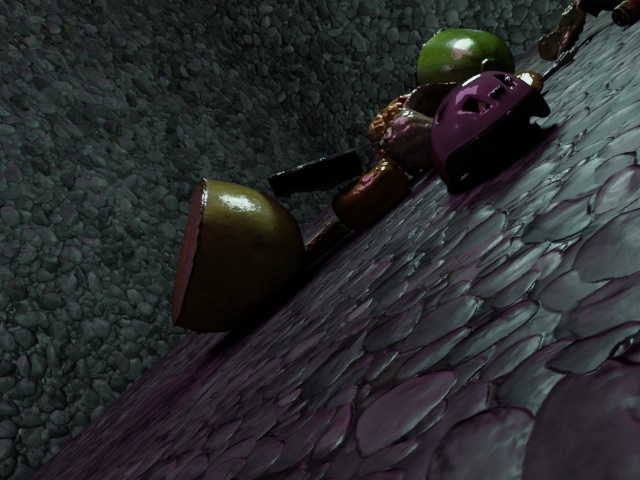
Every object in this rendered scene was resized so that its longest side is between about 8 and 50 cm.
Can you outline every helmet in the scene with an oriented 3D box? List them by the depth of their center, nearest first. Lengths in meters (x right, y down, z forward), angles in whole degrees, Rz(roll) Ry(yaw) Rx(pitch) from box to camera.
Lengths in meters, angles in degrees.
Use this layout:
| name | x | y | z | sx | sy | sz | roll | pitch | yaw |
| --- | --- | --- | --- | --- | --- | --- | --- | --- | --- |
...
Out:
| name | x | y | z | sx | sy | sz | roll | pitch | yaw |
| --- | --- | --- | --- | --- | --- | --- | --- | --- | --- |
| helmet | 0.264 | -0.194 | 1.064 | 0.198 | 0.154 | 0.253 | -41 | 9 | -10 |

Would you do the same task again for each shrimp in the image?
| name | x | y | z | sx | sy | sz | roll | pitch | yaw |
| --- | --- | --- | --- | --- | --- | --- | --- | --- | --- |
| shrimp | 0.407 | -0.304 | 1.444 | 0.248 | 0.068 | 0.150 | -40 | 24 | 3 |

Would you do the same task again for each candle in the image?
| name | x | y | z | sx | sy | sz | roll | pitch | yaw |
| --- | --- | --- | --- | --- | --- | --- | --- | --- | --- |
| candle | 0.706 | -0.527 | 1.386 | 0.130 | 0.052 | 0.052 | -39 | 4 | -9 |

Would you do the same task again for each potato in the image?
| name | x | y | z | sx | sy | sz | roll | pitch | yaw |
| --- | --- | --- | --- | --- | --- | --- | --- | --- | --- |
| potato | -0.197 | 0.056 | 1.615 | 0.442 | 0.319 | 0.386 | -154 | 74 | -76 |

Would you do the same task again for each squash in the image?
| name | x | y | z | sx | sy | sz | roll | pitch | yaw |
| --- | --- | --- | --- | --- | --- | --- | --- | --- | --- |
| squash | 0.502 | -0.540 | 1.986 | 0.310 | 0.310 | 0.309 | -40 | 19 | -11 |

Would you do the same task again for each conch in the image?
| name | x | y | z | sx | sy | sz | roll | pitch | yaw |
| --- | --- | --- | --- | --- | --- | --- | --- | --- | --- |
| conch | 0.297 | -0.277 | 1.599 | 0.291 | 0.159 | 0.210 | -2 | 48 | 13 |

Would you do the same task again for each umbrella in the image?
| name | x | y | z | sx | sy | sz | roll | pitch | yaw |
| --- | --- | --- | --- | --- | --- | --- | --- | --- | --- |
| umbrella | 0.570 | -0.424 | 1.560 | 0.269 | 0.044 | 0.044 | -41 | -23 | 1 |

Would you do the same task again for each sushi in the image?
| name | x | y | z | sx | sy | sz | roll | pitch | yaw |
| --- | --- | --- | --- | --- | --- | --- | --- | --- | --- |
| sushi | -0.007 | -0.164 | 1.703 | 0.372 | 0.100 | 0.296 | -24 | 11 | -37 |

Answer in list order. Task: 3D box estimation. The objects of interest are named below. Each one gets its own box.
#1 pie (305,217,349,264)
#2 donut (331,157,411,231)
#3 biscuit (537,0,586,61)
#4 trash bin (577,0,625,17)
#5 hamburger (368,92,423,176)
| name | x | y | z | sx | sy | sz | roll | pitch | yaw |
| --- | --- | --- | --- | --- | --- | --- | --- | --- | --- |
| pie | 0.000 | 0.000 | 1.899 | 0.274 | 0.055 | 0.274 | -39 | 4 | 3 |
| donut | 0.130 | -0.120 | 1.638 | 0.226 | 0.114 | 0.226 | -39 | 3 | 3 |
| biscuit | 0.690 | -0.575 | 1.764 | 0.183 | 0.061 | 0.118 | -56 | -35 | 3 |
| trash bin | 0.813 | -0.750 | 1.671 | 0.262 | 0.217 | 0.277 | -43 | -12 | -46 |
| hamburger | 0.248 | -0.291 | 1.780 | 0.237 | 0.237 | 0.149 | -36 | 5 | 39 |
